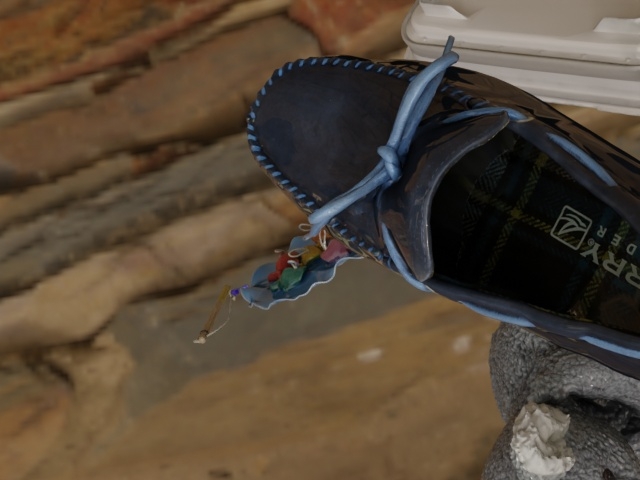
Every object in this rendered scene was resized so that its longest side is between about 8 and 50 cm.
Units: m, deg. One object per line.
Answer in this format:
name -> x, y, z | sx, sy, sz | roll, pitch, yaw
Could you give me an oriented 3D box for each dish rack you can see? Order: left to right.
dish rack -> 0.240, -0.249, 1.462 | 0.333, 0.285, 0.072 | 12, 150, 43

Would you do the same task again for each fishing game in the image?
fishing game -> 0.000, 0.000, 1.528 | 0.264, 0.189, 0.041 | -28, 104, 21

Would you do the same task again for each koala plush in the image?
koala plush -> 0.195, 0.163, 1.281 | 0.203, 0.221, 0.196 | 22, 133, 18

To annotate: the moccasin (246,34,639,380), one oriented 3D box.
moccasin -> 0.088, -0.030, 0.840 | 0.342, 0.137, 0.117 | 22, -176, 34
